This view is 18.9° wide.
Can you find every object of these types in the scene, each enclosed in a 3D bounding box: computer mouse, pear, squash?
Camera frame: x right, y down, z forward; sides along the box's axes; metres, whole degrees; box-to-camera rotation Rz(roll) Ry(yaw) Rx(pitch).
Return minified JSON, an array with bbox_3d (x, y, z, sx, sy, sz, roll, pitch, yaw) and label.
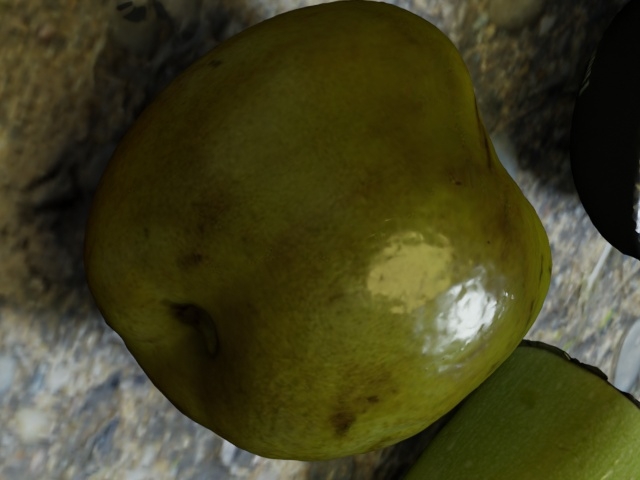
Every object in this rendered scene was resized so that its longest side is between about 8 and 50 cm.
[{"bbox_3d":[0.219,-0.068,1.113,0.269,0.100,0.170,7,103,-53],"label":"computer mouse"},{"bbox_3d":[0.000,0.000,0.845,0.200,0.200,0.200,-22,122,-40],"label":"pear"},{"bbox_3d":[0.101,0.153,1.069,0.186,0.123,0.123,-45,135,-26],"label":"squash"}]
